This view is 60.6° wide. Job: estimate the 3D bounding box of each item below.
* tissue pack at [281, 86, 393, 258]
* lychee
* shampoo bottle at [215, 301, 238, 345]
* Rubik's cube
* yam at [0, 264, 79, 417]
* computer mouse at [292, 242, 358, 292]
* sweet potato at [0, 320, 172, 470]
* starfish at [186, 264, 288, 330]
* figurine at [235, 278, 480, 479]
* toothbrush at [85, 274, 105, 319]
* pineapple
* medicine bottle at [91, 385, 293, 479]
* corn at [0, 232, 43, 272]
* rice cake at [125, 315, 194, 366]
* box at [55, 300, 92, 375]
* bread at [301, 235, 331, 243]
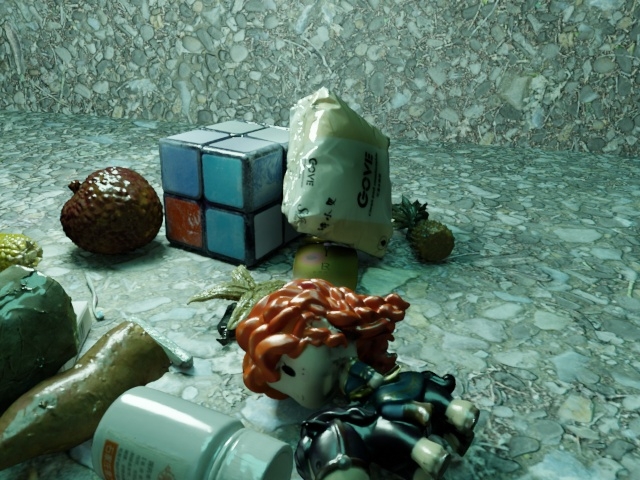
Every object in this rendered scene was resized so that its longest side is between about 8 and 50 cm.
[{"bbox_3d":[0.052,-0.160,1.431,0.195,0.375,0.390,-9,-17,39],"label":"tissue pack"},{"bbox_3d":[-0.554,-0.076,1.464,0.261,0.260,0.260,2,24,-1],"label":"lychee"},{"bbox_3d":[-0.193,0.178,1.169,0.048,0.027,0.137,10,24,-3],"label":"shampoo bottle"},{"bbox_3d":[-0.228,-0.148,1.543,0.317,0.318,0.313,14,26,27],"label":"Rubik's cube"},{"bbox_3d":[-0.525,0.178,0.872,0.201,0.202,0.271,43,58,-5],"label":"yam"},{"bbox_3d":[0.013,0.069,1.379,0.159,0.071,0.310,5,23,1],"label":"computer mouse"},{"bbox_3d":[-0.384,0.260,0.852,0.131,0.131,0.336,12,30,22],"label":"sweet potato"},{"bbox_3d":[-0.150,0.131,1.216,0.277,0.062,0.235,1,33,-39],"label":"starfish"},{"bbox_3d":[0.050,0.234,0.876,0.306,0.241,0.411,-27,49,-6],"label":"figurine"},{"bbox_3d":[-0.526,0.129,1.266,0.022,0.017,0.204,-21,32,-22],"label":"toothbrush"},{"bbox_3d":[0.288,-0.035,1.588,0.119,0.130,0.277,-30,30,1],"label":"pineapple"},{"bbox_3d":[-0.173,0.301,0.754,0.252,0.144,0.144,9,25,21],"label":"medicine bottle"},{"bbox_3d":[-0.843,0.030,1.370,0.306,0.106,0.106,3,24,13],"label":"corn"},{"bbox_3d":[-0.324,0.203,1.096,0.208,0.033,0.033,21,29,36],"label":"rice cake"},{"bbox_3d":[-0.641,0.198,1.042,0.344,0.065,0.200,-2,25,-8],"label":"box"},{"bbox_3d":[0.000,0.000,1.541,0.110,0.024,0.110,-3,-6,0],"label":"bread"}]
